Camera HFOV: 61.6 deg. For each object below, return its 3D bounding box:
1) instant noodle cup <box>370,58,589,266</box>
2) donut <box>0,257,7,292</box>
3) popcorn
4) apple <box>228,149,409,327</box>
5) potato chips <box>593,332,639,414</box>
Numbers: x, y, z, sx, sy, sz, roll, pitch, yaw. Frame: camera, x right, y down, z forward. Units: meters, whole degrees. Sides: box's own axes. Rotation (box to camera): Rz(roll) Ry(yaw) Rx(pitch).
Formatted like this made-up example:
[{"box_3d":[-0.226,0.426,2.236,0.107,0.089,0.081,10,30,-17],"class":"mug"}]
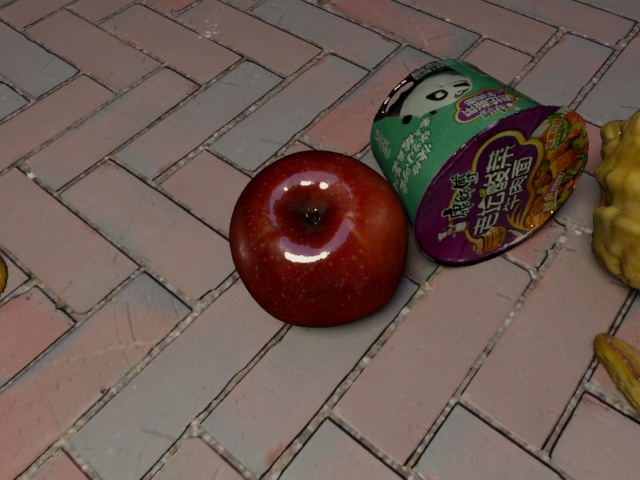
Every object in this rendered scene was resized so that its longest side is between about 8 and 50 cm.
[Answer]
[{"box_3d":[0.194,-0.117,0.728,0.251,0.251,0.190,-19,48,-11],"class":"instant noodle cup"},{"box_3d":[-0.520,0.049,0.740,0.152,0.058,0.151,-2,53,3],"class":"donut"},{"box_3d":[0.452,-0.069,0.670,0.225,0.264,0.332,1,37,8],"class":"popcorn"},{"box_3d":[0.000,0.000,0.664,0.219,0.201,0.218,-2,60,4],"class":"apple"},{"box_3d":[0.480,0.235,0.569,0.407,0.057,0.080,29,54,20],"class":"potato chips"}]
